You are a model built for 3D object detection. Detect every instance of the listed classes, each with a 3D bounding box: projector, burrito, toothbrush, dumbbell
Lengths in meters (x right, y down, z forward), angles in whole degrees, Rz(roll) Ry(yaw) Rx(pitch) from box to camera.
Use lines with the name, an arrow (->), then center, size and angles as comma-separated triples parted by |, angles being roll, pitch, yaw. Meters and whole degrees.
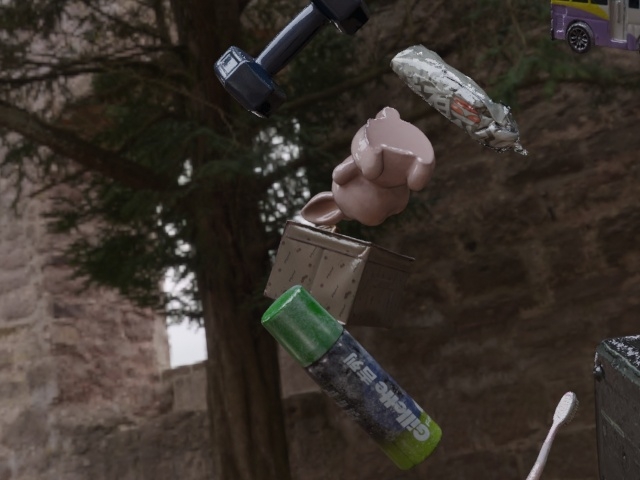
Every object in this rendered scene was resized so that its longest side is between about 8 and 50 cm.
projector -> 0.715, 0.418, 1.637 | 0.242, 0.404, 0.395 | -6, 10, 1
burrito -> 0.301, -0.313, 1.795 | 0.139, 0.445, 0.101 | 20, -67, -43
toothbrush -> 0.334, 0.378, 1.289 | 0.025, 0.307, 0.029 | 16, -18, 50
dumbbell -> -0.058, -0.395, 1.627 | 0.316, 0.143, 0.156 | -44, -17, 9

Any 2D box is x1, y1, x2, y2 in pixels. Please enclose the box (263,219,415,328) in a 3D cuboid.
box -> 0.049, 0.085, 1.904 | 0.225, 0.190, 0.297 | 17, -1, 26

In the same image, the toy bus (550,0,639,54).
toy bus -> 0.764, -0.563, 1.899 | 0.209, 0.249, 0.440 | -27, 33, -25

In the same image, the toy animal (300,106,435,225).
toy animal -> 0.065, -0.064, 1.064 | 0.124, 0.124, 0.212 | -1, -33, -23

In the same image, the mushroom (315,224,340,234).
mushroom -> 0.000, 0.000, 2.236 | 0.123, 0.123, 0.052 | -18, -62, 27

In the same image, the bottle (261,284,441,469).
bottle -> 0.048, 0.213, 1.278 | 0.093, 0.330, 0.093 | -42, 9, 8
